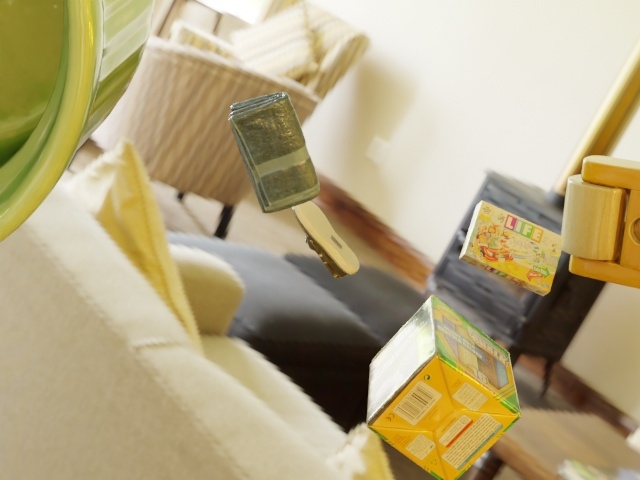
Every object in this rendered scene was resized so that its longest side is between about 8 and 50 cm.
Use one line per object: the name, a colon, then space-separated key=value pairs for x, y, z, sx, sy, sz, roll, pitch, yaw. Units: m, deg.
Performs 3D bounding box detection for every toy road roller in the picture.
toy road roller: x=0.605 y=-0.034 z=2.058 sx=0.330 sy=0.202 sz=0.241 roll=12 pitch=17 yaw=27

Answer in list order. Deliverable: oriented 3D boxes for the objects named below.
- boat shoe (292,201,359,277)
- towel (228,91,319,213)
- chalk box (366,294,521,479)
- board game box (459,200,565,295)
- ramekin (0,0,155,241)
boat shoe: x=0.000 y=0.000 z=1.734 sx=0.142 sy=0.040 sz=0.049 roll=51 pitch=32 yaw=-15
towel: x=-0.046 y=-0.088 z=1.194 sx=0.067 sy=0.119 sz=0.029 roll=-17 pitch=26 yaw=4
chalk box: x=0.148 y=0.170 z=1.449 sx=0.132 sy=0.132 sz=0.213 roll=37 pitch=20 yaw=-9
board game box: x=0.312 y=0.013 z=1.920 sx=0.154 sy=0.103 sz=0.026 roll=23 pitch=-23 yaw=-6
ramekin: x=-0.236 y=-0.143 z=0.630 sx=0.303 sy=0.303 sz=0.148 roll=28 pitch=27 yaw=1
